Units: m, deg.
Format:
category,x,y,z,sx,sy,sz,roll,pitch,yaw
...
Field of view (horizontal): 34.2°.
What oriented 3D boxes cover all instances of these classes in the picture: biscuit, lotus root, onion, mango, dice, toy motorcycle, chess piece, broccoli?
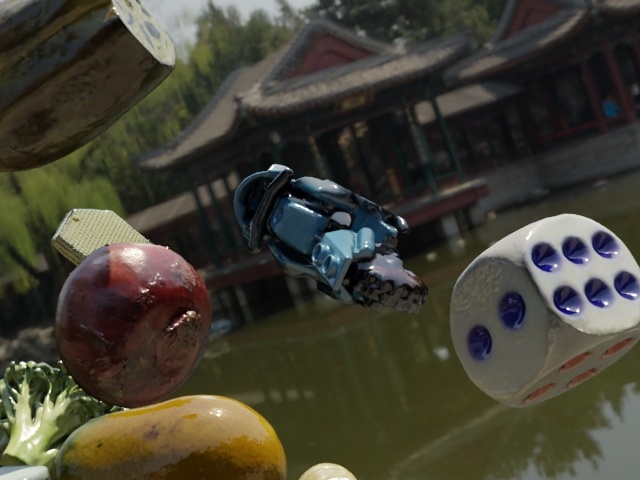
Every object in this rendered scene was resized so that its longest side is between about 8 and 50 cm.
category,x,y,z,sx,sy,sz,roll,pitch,yaw
biscuit,-0.385,0.033,1.970,0.052,0.252,0.150,-35,27,31
lotus root,-0.392,-0.239,1.476,0.346,0.251,0.250,-31,1,5
onion,-0.305,0.139,1.723,0.276,0.276,0.276,-20,2,1
mango,-0.140,0.227,0.978,0.221,0.152,0.120,-13,-8,3
dice,0.389,0.121,1.783,0.259,0.243,0.251,-8,-32,-33
toy motorcycle,0.000,0.000,1.547,0.232,0.172,0.416,20,13,-23
chess piece,0.038,0.449,1.705,0.137,0.137,0.301,-20,0,-10
broccoli,-0.517,0.398,2.031,0.272,0.335,0.324,-6,16,-43

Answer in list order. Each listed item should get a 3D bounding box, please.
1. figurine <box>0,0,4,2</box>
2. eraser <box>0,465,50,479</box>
category,x,y,z,sx,sy,sz,roll,pitch,yaw
figurine,-0.513,-0.361,1.941,0.153,0.180,0.262,19,-16,23
eraser,-0.384,0.415,1.202,0.189,0.290,0.104,-7,2,12
